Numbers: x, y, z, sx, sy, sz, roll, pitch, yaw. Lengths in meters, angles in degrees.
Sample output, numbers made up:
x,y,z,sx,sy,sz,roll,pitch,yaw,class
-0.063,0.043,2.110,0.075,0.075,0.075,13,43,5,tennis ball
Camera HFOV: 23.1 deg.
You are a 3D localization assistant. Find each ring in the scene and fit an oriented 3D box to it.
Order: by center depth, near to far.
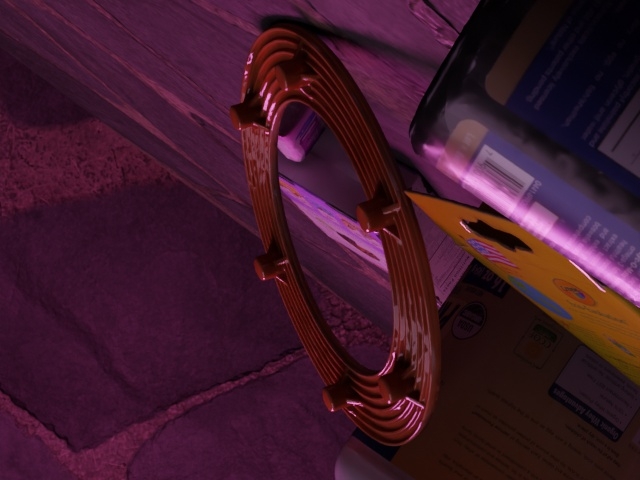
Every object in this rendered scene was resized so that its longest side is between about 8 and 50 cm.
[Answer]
x,y,z,sx,sy,sz,roll,pitch,yaw,class
0.000,0.000,1.205,0.336,0.032,0.337,55,155,41,ring

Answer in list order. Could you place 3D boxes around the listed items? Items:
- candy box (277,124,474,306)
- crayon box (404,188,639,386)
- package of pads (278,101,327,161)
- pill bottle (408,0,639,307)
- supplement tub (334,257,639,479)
x,y,z,sx,sy,sz,roll,pitch,yaw,class
0.047,-0.032,1.502,0.165,0.070,0.196,32,173,32,candy box
0.224,0.043,0.996,0.318,0.081,0.202,37,174,-22,crayon box
-0.023,-0.105,1.395,0.032,0.050,0.083,34,174,17,package of pads
0.154,-0.026,0.604,0.219,0.123,0.123,35,175,5,pill bottle
0.154,0.175,1.313,0.228,0.316,0.228,35,174,4,supplement tub
